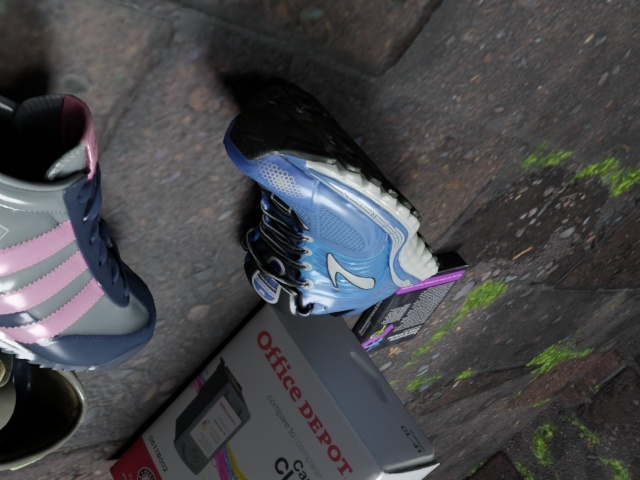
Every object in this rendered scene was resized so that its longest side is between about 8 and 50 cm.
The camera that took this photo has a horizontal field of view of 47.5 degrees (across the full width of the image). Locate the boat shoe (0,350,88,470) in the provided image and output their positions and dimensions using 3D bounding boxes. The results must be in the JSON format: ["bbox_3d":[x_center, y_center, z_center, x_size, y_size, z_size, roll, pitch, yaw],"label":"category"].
[{"bbox_3d":[-0.226,0.089,0.441,0.091,0.109,0.305,13,165,2],"label":"boat shoe"}]

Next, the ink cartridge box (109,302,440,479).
[{"bbox_3d":[-0.062,0.247,0.803,0.306,0.226,0.131,-48,150,20],"label":"ink cartridge box"}]

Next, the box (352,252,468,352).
[{"bbox_3d":[0.109,0.086,0.952,0.116,0.029,0.162,-9,141,-38],"label":"box"}]

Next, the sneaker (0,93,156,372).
[{"bbox_3d":[-0.162,-0.011,0.429,0.131,0.112,0.319,-34,153,3],"label":"sneaker"}]

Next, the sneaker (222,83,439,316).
[{"bbox_3d":[0.000,0.000,0.603,0.147,0.130,0.330,-39,152,1],"label":"sneaker"}]
